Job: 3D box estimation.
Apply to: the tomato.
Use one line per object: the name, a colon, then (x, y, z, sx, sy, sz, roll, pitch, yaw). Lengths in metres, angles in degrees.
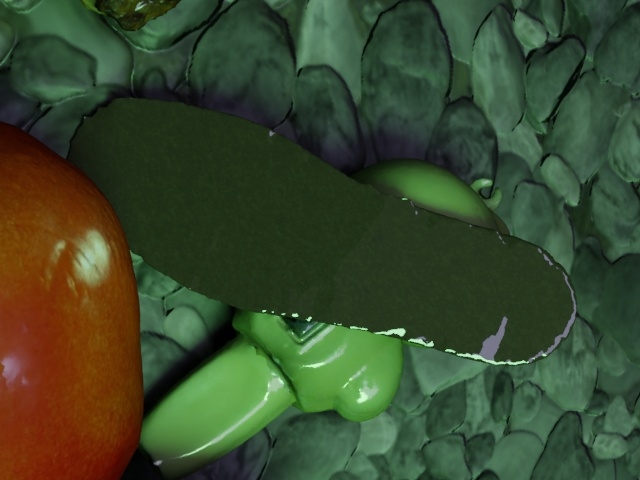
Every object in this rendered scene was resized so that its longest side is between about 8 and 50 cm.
tomato: (-0.202, 0.056, 0.617, 0.260, 0.180, 0.259, -2, 92, -43)

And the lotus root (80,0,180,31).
lotus root: (-0.105, -0.245, 0.708, 0.110, 0.097, 0.258, 16, 78, -43)

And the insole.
insole: (0.000, 0.000, 0.750, 0.328, 0.007, 0.111, 19, 88, -1)

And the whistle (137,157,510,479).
whistle: (0.009, 0.054, 0.819, 0.294, 0.141, 0.141, -40, 117, -4)
